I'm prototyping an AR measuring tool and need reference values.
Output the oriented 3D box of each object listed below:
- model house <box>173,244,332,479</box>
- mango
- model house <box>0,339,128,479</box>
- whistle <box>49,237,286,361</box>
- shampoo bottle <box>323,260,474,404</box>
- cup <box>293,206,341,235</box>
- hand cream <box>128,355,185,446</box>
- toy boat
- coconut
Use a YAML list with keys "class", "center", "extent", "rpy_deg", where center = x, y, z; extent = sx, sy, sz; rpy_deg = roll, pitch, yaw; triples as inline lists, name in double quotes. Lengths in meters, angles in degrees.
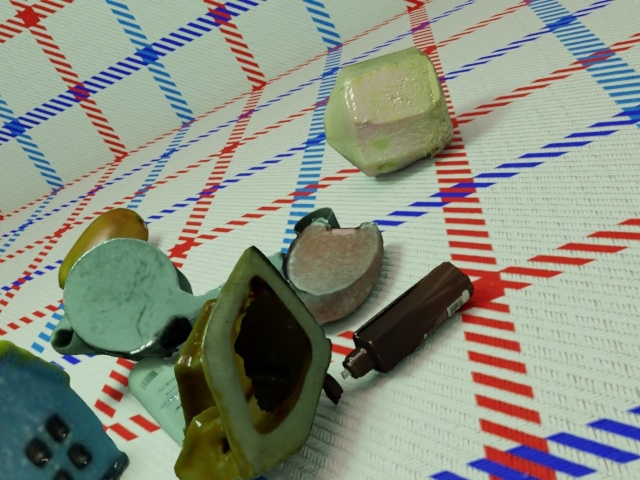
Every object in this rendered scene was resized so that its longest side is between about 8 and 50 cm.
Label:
- class: "model house"
  center: [-0.120, 0.189, 0.963]
  extent: [0.239, 0.173, 0.268]
  rpy_deg: [-41, 18, 43]
- class: "mango"
  center: [-0.520, 0.026, 1.856]
  extent: [0.175, 0.139, 0.254]
  rpy_deg: [-21, 29, 51]
- class: "model house"
  center: [-0.459, 0.275, 1.065]
  extent: [0.237, 0.303, 0.215]
  rpy_deg: [-18, 19, 29]
- class: "whistle"
  center: [-0.240, 0.107, 1.278]
  extent: [0.405, 0.188, 0.168]
  rpy_deg: [2, -14, 0]
- class: "shampoo bottle"
  center: [0.096, 0.120, 0.998]
  extent: [0.236, 0.068, 0.067]
  rpy_deg: [-36, 32, -18]
- class: "cup"
  center: [0.000, 0.000, 1.346]
  extent: [0.078, 0.077, 0.100]
  rpy_deg: [-16, 26, 31]
- class: "hand cream"
  center: [-0.193, 0.241, 1.119]
  extent: [0.109, 0.067, 0.321]
  rpy_deg: [-39, 29, -24]
- class: "toy boat"
  center: [0.019, 0.053, 1.209]
  extent: [0.155, 0.085, 0.227]
  rpy_deg: [6, 35, 14]
- class: "coconut"
  center: [0.124, -0.247, 1.523]
  extent: [0.245, 0.233, 0.233]
  rpy_deg: [-21, 23, 3]
